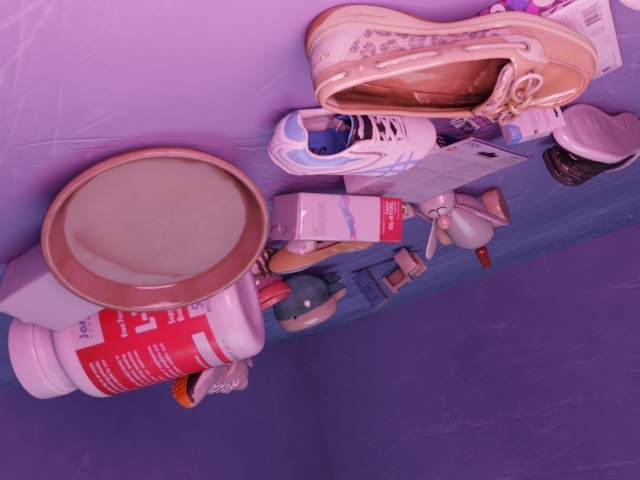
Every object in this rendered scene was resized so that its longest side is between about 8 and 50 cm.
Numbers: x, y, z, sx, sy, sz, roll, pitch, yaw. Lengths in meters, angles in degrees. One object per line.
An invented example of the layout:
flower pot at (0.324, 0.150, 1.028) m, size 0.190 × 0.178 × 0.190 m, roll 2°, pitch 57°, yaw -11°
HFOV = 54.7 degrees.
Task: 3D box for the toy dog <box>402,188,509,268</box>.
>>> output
toy dog at (0.287, -0.021, 1.268) m, size 0.333 × 0.161 × 0.220 m, roll -4°, pitch 161°, yaw -42°

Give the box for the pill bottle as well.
pill bottle at (-0.323, 0.147, 1.114) m, size 0.407 × 0.229 × 0.229 m, roll -17°, pitch 167°, yaw 3°

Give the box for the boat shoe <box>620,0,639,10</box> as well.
boat shoe at (0.380, -0.258, 0.573) m, size 0.227 × 0.080 × 0.081 m, roll -8°, pitch 169°, yaw -19°

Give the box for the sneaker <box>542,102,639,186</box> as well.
sneaker at (0.429, -0.146, 1.035) m, size 0.295 × 0.105 × 0.146 m, roll -9°, pitch 161°, yaw -44°

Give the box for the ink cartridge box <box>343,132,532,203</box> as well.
ink cartridge box at (0.186, -0.121, 0.975) m, size 0.223 × 0.046 × 0.223 m, roll -21°, pitch 165°, yaw 37°

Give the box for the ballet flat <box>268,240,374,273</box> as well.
ballet flat at (0.000, 0.000, 1.253) m, size 0.232 × 0.080 × 0.073 m, roll -17°, pitch 127°, yaw -14°

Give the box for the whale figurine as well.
whale figurine at (-0.032, 0.144, 1.732) m, size 0.216 × 0.141 × 0.272 m, roll -22°, pitch -170°, yaw 26°

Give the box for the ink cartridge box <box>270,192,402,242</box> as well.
ink cartridge box at (0.022, -0.034, 0.975) m, size 0.174 × 0.073 × 0.127 m, roll 2°, pitch -179°, yaw -24°

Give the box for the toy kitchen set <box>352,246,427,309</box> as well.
toy kitchen set at (0.186, 0.092, 1.812) m, size 0.207 × 0.122 × 0.166 m, roll -40°, pitch 160°, yaw 14°

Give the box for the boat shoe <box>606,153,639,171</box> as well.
boat shoe at (0.604, -0.184, 1.171) m, size 0.066 × 0.066 × 0.183 m, roll -12°, pitch 166°, yaw -22°

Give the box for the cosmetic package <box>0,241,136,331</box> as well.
cosmetic package at (-0.372, 0.054, 0.918) m, size 0.231 × 0.086 × 0.117 m, roll -23°, pitch 140°, yaw 34°

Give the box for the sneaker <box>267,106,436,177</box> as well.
sneaker at (0.053, -0.123, 0.746) m, size 0.237 × 0.085 × 0.086 m, roll -9°, pitch 171°, yaw -30°

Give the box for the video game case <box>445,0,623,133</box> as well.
video game case at (0.223, -0.203, 0.702) m, size 0.210 × 0.042 × 0.232 m, roll -22°, pitch 165°, yaw 27°

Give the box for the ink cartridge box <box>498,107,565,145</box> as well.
ink cartridge box at (0.308, -0.174, 0.905) m, size 0.083 × 0.048 × 0.028 m, roll -14°, pitch 167°, yaw -4°

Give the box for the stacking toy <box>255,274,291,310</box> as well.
stacking toy at (-0.241, 0.140, 1.395) m, size 0.308 × 0.131 × 0.279 m, roll -36°, pitch 168°, yaw 30°

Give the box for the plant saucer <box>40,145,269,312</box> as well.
plant saucer at (-0.202, -0.011, 0.781) m, size 0.277 × 0.041 × 0.278 m, roll -12°, pitch 137°, yaw -12°

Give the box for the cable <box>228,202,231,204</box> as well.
cable at (-0.225, -0.017, 0.894) m, size 0.287 × 0.072 × 0.139 m, roll -20°, pitch 161°, yaw 21°

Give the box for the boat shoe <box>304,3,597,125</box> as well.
boat shoe at (0.128, -0.148, 0.577) m, size 0.284 × 0.090 × 0.105 m, roll 0°, pitch 149°, yaw -9°

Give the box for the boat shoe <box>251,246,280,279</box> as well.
boat shoe at (-0.161, 0.050, 1.294) m, size 0.189 × 0.068 × 0.072 m, roll -6°, pitch -179°, yaw -11°

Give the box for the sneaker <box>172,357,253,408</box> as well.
sneaker at (-0.197, 0.269, 1.243) m, size 0.099 × 0.121 × 0.262 m, roll -32°, pitch -171°, yaw 22°
